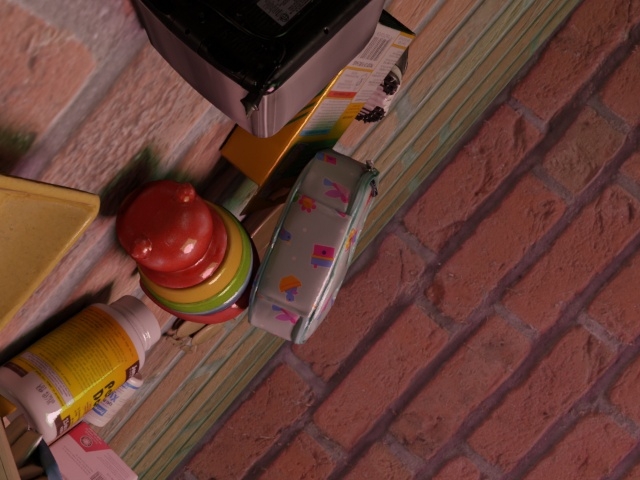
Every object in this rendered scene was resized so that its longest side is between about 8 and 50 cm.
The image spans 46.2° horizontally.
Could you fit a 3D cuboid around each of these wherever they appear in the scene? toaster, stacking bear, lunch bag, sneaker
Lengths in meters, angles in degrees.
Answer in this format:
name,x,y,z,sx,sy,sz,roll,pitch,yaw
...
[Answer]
name,x,y,z,sx,sy,sz,roll,pitch,yaw
toaster,-0.057,-0.197,0.643,0.185,0.168,0.110,-47,170,-14
stacking bear,-0.176,0.009,0.978,0.175,0.164,0.289,-47,165,-9
lunch bag,0.000,0.000,1.108,0.224,0.108,0.279,-35,149,-76
sneaker,0.100,-0.274,1.262,0.106,0.078,0.234,-65,-176,-15

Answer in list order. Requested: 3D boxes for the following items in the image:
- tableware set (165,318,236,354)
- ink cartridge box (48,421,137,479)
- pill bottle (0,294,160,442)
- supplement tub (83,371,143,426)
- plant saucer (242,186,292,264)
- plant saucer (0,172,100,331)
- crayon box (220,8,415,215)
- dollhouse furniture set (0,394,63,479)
name,x,y,z,sx,sy,sz,roll,pitch,yaw
tableware set,-0.254,0.172,1.563,0.128,0.039,0.194,-36,163,-5
ink cartridge box,-0.476,0.468,1.381,0.218,0.158,0.092,-35,164,-50
pill bottle,-0.322,0.164,1.014,0.215,0.117,0.117,-40,167,-40
supplement tub,-0.371,0.265,1.320,0.107,0.071,0.071,-49,170,-2
plant saucer,-0.103,-0.019,1.479,0.278,0.041,0.278,-46,169,-11
plant saucer,-0.361,0.054,0.554,0.333,0.081,0.333,-49,169,5
crayon box,-0.014,-0.193,1.079,0.323,0.083,0.203,-53,169,21
dollhouse furniture set,-0.372,0.186,0.601,0.286,0.198,0.303,-18,-172,-27
